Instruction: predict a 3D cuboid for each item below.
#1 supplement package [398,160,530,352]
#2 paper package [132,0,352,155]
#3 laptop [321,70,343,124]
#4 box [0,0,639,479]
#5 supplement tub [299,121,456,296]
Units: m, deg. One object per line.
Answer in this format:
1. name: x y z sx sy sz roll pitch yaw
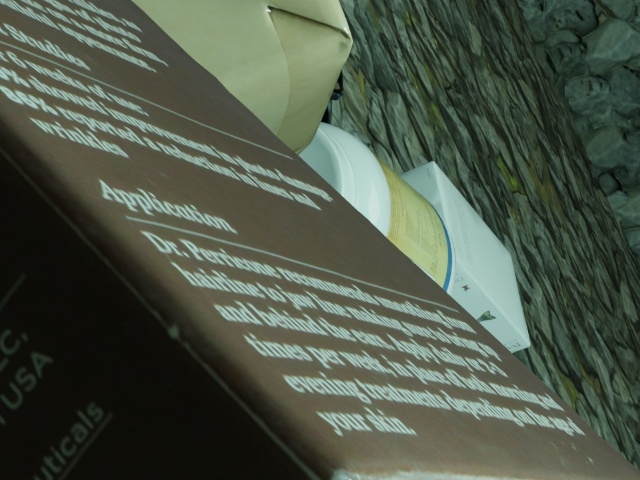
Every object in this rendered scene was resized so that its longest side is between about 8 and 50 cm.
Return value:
1. supplement package: 0.099 0.031 1.686 0.179 0.105 0.105 45 28 -50
2. paper package: -0.121 -0.178 1.019 0.325 0.168 0.309 129 -60 -85
3. laptop: -0.103 -0.240 1.468 0.408 0.236 0.382 16 57 -33
4. box: -0.116 -0.015 0.478 0.381 0.143 0.191 46 13 26
5. supplement tub: 0.000 0.000 1.359 0.199 0.144 0.144 36 36 -59
